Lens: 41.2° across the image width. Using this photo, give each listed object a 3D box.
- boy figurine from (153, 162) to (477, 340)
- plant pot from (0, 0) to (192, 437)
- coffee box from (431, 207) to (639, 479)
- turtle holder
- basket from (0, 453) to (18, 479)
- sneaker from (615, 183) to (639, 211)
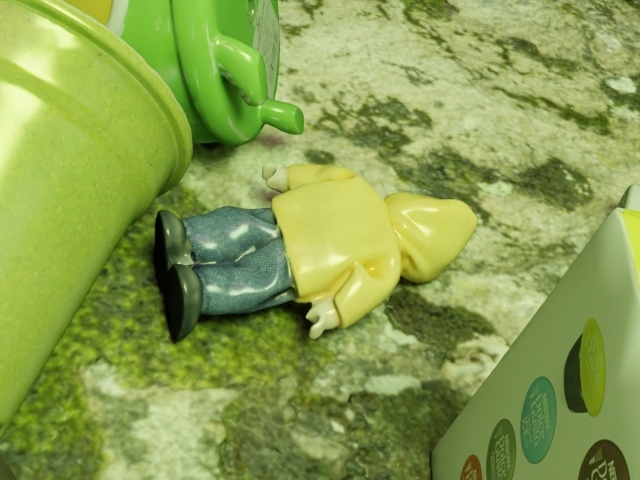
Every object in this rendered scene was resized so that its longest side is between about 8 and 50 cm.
[{"bbox_3d":[0.000,0.000,0.746,0.285,0.092,0.177,-10,57,-23],"label":"boy figurine"},{"bbox_3d":[-0.260,-0.005,0.595,0.275,0.276,0.254,17,63,-2],"label":"plant pot"},{"bbox_3d":[0.276,0.229,0.488,0.338,0.334,0.338,9,52,-8],"label":"coffee box"},{"bbox_3d":[-0.145,-0.200,0.737,0.227,0.244,0.320,2,12,11],"label":"turtle holder"},{"bbox_3d":[-0.256,0.181,0.385,0.204,0.227,0.154,44,12,-15],"label":"basket"},{"bbox_3d":[0.335,0.056,0.785,0.151,0.094,0.256,22,48,10],"label":"sneaker"}]
